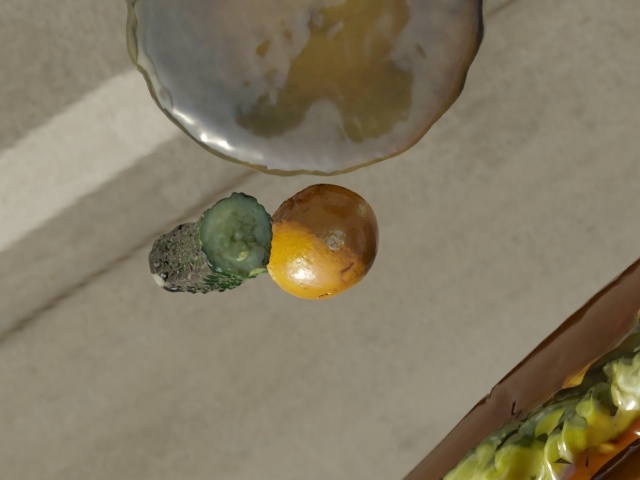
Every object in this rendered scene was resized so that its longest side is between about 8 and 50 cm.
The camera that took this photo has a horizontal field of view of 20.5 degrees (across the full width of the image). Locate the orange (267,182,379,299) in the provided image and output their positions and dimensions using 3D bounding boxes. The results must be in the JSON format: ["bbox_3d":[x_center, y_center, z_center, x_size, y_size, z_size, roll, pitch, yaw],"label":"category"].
[{"bbox_3d":[0.000,0.000,1.209,0.083,0.083,0.070,-28,114,6],"label":"orange"}]

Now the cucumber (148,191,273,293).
[{"bbox_3d":[-0.073,0.009,1.171,0.058,0.058,0.187,-13,178,-15],"label":"cucumber"}]

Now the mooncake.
[{"bbox_3d":[-0.009,-0.197,1.397,0.290,0.161,0.290,4,111,10],"label":"mooncake"}]

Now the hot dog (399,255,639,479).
[{"bbox_3d":[0.111,0.063,0.484,0.337,0.135,0.100,-44,146,19],"label":"hot dog"}]
